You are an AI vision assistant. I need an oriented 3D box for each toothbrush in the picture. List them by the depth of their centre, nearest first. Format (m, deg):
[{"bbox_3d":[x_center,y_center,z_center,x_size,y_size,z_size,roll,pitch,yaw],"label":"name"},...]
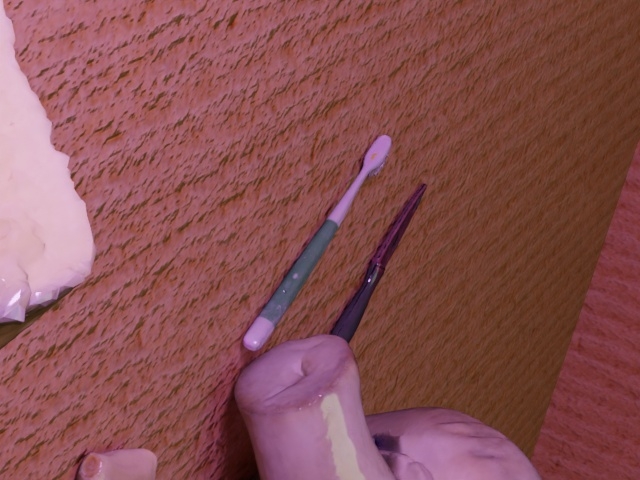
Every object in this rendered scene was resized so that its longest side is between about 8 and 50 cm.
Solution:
[{"bbox_3d":[0.000,0.000,1.590,0.257,0.018,0.024,-56,166,-35],"label":"toothbrush"}]

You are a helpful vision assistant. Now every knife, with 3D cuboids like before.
[{"bbox_3d":[0.051,0.032,1.797,0.035,0.018,0.247,83,31,-54],"label":"knife"}]

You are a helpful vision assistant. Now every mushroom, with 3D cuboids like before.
[{"bbox_3d":[0.044,0.259,1.638,0.315,0.356,0.315,-23,172,-3],"label":"mushroom"}]

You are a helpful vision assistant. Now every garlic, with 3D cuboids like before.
[{"bbox_3d":[-0.146,0.173,1.324,0.083,0.041,0.053,19,88,-66],"label":"garlic"}]

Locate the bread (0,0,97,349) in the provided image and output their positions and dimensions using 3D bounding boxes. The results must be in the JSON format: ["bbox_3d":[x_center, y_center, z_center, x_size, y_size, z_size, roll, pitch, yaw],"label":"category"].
[{"bbox_3d":[-0.310,0.053,0.568,0.405,0.242,0.346,-39,164,22],"label":"bread"}]
